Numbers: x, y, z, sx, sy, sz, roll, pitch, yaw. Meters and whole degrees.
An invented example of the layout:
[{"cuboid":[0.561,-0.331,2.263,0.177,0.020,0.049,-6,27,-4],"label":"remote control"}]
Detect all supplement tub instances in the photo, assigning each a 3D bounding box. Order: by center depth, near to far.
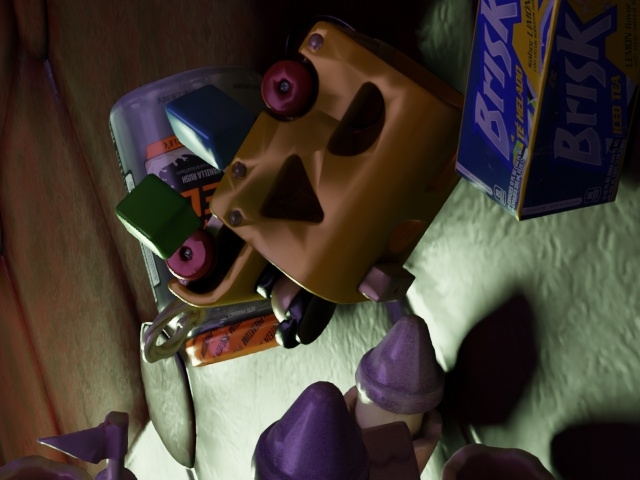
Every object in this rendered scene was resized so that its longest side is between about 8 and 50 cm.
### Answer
[{"cuboid":[-0.070,-0.015,0.804,0.117,0.117,0.191,-30,75,62],"label":"supplement tub"}]

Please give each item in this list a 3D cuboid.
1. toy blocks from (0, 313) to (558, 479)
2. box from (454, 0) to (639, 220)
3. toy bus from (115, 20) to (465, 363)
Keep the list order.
[{"cuboid":[0.008,0.173,0.557,0.309,0.288,0.260,49,138,45],"label":"toy blocks"},{"cuboid":[0.105,-0.096,0.496,0.054,0.059,0.169,46,139,50],"label":"box"},{"cuboid":[0.004,-0.010,0.601,0.104,0.191,0.202,38,152,21],"label":"toy bus"}]
